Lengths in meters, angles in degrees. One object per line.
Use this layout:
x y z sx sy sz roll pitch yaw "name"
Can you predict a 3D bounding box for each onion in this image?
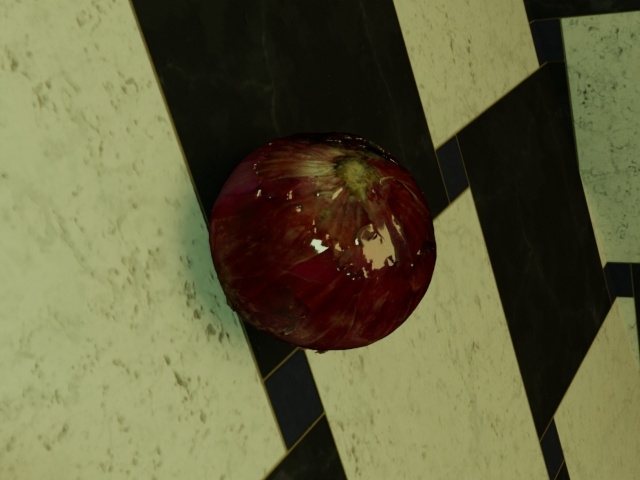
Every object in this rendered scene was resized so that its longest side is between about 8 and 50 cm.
0.000 0.000 1.161 0.276 0.276 0.276 18 68 -55 "onion"
